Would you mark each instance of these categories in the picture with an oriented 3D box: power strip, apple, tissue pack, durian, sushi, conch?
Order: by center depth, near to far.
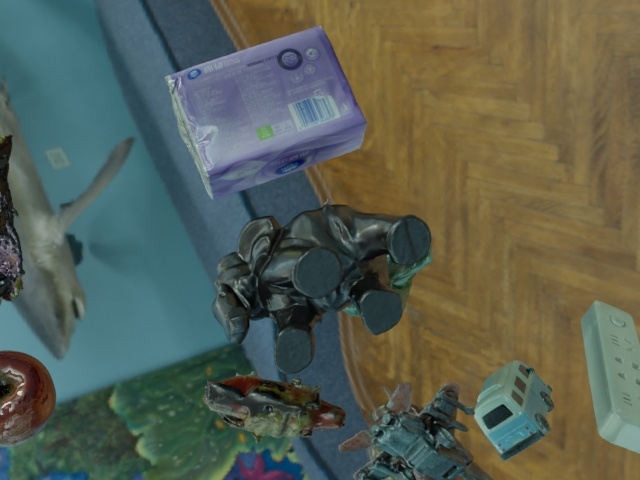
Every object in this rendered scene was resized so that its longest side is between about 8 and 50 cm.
[{"bbox_3d":[-0.392,-0.016,0.821,0.108,0.119,0.186,6,102,42],"label":"durian"},{"bbox_3d":[-0.072,0.264,1.225,0.226,0.103,0.097,11,109,6],"label":"sushi"},{"bbox_3d":[0.536,0.226,1.406,0.091,0.385,0.062,21,120,2],"label":"power strip"},{"bbox_3d":[-0.583,0.296,1.447,0.181,0.181,0.168,60,163,21],"label":"apple"},{"bbox_3d":[0.116,0.074,1.526,0.134,0.202,0.196,29,161,37],"label":"conch"},{"bbox_3d":[-0.112,-0.249,1.545,0.160,0.338,0.242,97,152,-72],"label":"tissue pack"}]

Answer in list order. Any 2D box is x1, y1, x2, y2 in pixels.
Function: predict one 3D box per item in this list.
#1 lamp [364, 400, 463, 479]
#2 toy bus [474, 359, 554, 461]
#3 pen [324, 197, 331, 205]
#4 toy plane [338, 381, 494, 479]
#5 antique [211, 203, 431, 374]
[{"bbox_3d":[0.197,0.451,1.608,0.258,0.180,0.180,57,145,25],"label":"lamp"},{"bbox_3d":[0.483,0.408,1.954,0.133,0.271,0.165,-41,87,25],"label":"toy bus"},{"bbox_3d":[0.000,0.000,1.680,0.053,0.032,0.197,79,-158,-75],"label":"pen"},{"bbox_3d":[0.186,0.338,1.214,0.223,0.326,0.104,-48,24,11],"label":"toy plane"},{"bbox_3d":[-0.012,0.055,1.171,0.255,0.322,0.185,32,143,63],"label":"antique"}]
